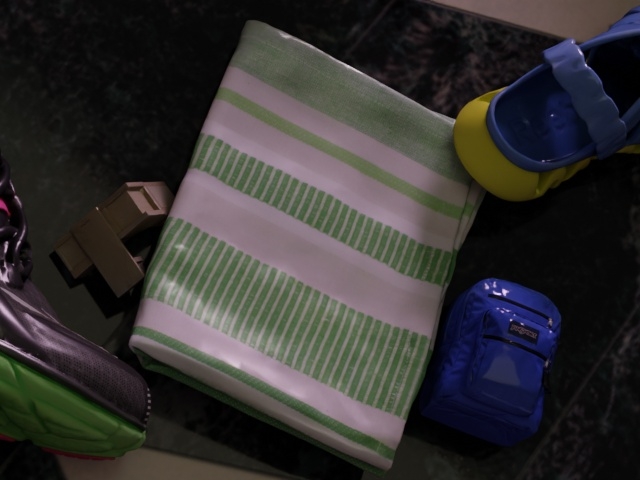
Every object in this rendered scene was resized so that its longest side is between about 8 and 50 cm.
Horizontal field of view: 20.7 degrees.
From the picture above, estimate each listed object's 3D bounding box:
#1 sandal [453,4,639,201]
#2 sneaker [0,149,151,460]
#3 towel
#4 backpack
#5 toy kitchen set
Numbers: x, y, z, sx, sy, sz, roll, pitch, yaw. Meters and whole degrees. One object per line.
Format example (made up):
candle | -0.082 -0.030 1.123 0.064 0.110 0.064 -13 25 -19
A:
sandal | 0.266 -0.137 1.500 0.317 0.138 0.126 -31 82 -33
sneaker | -0.294 -0.027 1.299 0.483 0.185 0.202 44 71 0
towel | 0.000 0.000 1.421 0.247 0.038 0.325 26 62 -10
backpack | 0.148 0.093 1.425 0.098 0.101 0.120 24 64 -13
toy kitchen set | -0.152 0.005 1.408 0.083 0.075 0.068 -38 80 17
